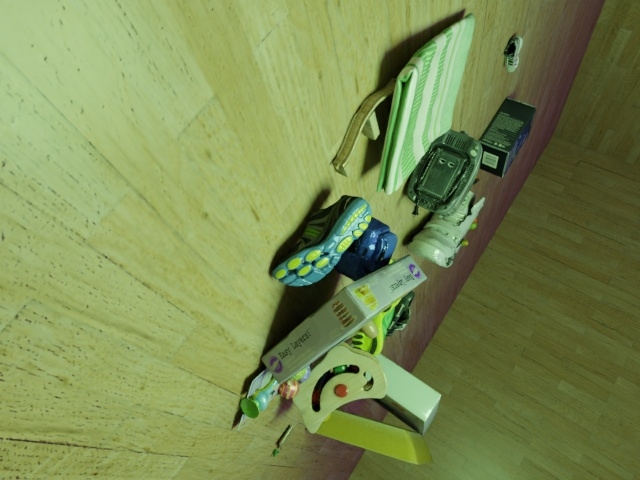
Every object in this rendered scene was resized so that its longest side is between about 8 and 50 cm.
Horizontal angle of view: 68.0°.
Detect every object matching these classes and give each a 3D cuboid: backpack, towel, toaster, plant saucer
[{"bbox_3d":[0.086,0.024,0.930,0.098,0.101,0.120,-7,124,-54],"label":"backpack"},{"bbox_3d":[0.203,-0.254,0.879,0.325,0.038,0.248,-45,150,-42],"label":"towel"},{"bbox_3d":[0.297,-0.146,1.139,0.227,0.129,0.146,-65,159,6],"label":"toaster"},{"bbox_3d":[0.166,0.595,1.457,0.333,0.332,0.081,49,52,-59],"label":"plant saucer"}]

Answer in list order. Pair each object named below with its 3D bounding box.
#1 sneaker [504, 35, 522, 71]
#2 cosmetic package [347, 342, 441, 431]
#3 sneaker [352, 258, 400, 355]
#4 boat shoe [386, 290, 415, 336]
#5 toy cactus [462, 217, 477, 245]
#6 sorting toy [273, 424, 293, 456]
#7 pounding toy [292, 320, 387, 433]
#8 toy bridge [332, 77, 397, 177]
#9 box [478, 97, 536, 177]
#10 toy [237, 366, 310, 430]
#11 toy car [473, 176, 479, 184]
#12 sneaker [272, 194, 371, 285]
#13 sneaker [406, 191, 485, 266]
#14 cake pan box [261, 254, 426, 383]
[{"bbox_3d":[0.524,-0.508,1.313,0.069,0.038,0.098,-41,140,-36],"label":"sneaker"},{"bbox_3d":[0.220,0.463,1.471,0.097,0.284,0.377,-54,155,-17],"label":"cosmetic package"},{"bbox_3d":[0.145,0.162,1.236,0.123,0.109,0.296,-64,169,-59],"label":"sneaker"},{"bbox_3d":[0.234,0.233,1.481,0.114,0.091,0.303,-51,155,-23],"label":"boat shoe"},{"bbox_3d":[0.470,-0.030,1.695,0.180,0.112,0.219,-37,155,-7],"label":"toy cactus"},{"bbox_3d":[-0.097,0.515,1.219,0.083,0.012,0.062,-51,160,-31],"label":"sorting toy"},{"bbox_3d":[0.062,0.314,1.104,0.269,0.154,0.155,-47,176,0],"label":"pounding toy"},{"bbox_3d":[0.076,-0.188,0.761,0.188,0.026,0.063,-56,155,-12],"label":"toy bridge"},{"bbox_3d":[0.623,-0.347,1.606,0.207,0.108,0.153,-55,156,-13],"label":"box"},{"bbox_3d":[-0.067,0.283,0.964,0.237,0.056,0.137,-26,140,-54],"label":"toy"},{"bbox_3d":[0.498,-0.194,1.638,0.122,0.060,0.041,112,-27,-58],"label":"toy car"},{"bbox_3d":[0.000,0.000,0.760,0.188,0.078,0.067,-45,126,-4],"label":"sneaker"},{"bbox_3d":[0.369,-0.054,1.389,0.366,0.137,0.210,-17,131,-66],"label":"sneaker"},{"bbox_3d":[0.045,0.146,0.894,0.267,0.070,0.245,-44,163,33],"label":"cake pan box"}]
